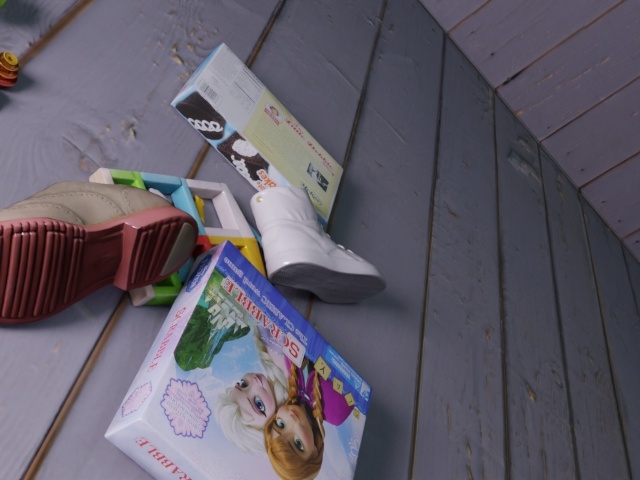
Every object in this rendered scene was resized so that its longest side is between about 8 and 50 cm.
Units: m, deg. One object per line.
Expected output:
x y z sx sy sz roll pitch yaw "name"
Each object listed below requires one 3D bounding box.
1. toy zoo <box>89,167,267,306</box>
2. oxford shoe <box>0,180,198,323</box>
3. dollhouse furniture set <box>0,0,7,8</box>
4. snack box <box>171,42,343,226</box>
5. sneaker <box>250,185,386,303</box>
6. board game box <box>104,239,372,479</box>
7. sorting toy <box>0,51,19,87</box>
-0.175 -0.002 1.188 0.293 0.030 0.192 4 57 -55 "toy zoo"
-0.305 0.001 0.938 0.130 0.123 0.348 37 26 30 "oxford shoe"
-0.467 -0.352 1.061 0.151 0.076 0.059 30 37 -39 "dollhouse furniture set"
-0.097 -0.173 1.448 0.322 0.060 0.187 45 31 -18 "snack box"
0.000 0.000 1.353 0.292 0.108 0.169 25 41 -56 "sneaker"
-0.076 0.210 1.052 0.319 0.066 0.318 47 33 -22 "board game box"
-0.406 -0.207 1.040 0.061 0.042 0.102 41 32 -24 "sorting toy"
